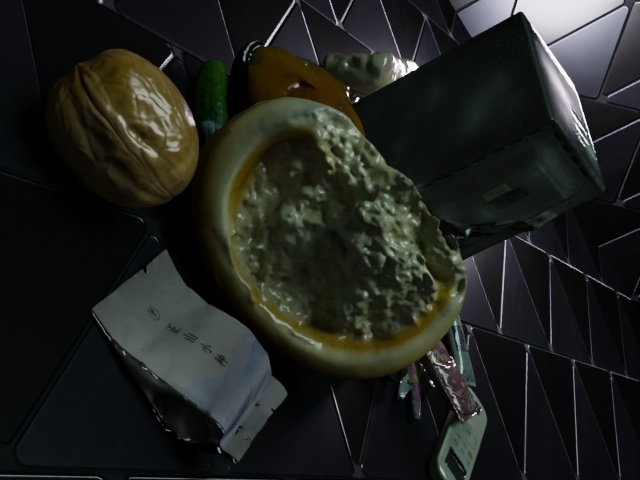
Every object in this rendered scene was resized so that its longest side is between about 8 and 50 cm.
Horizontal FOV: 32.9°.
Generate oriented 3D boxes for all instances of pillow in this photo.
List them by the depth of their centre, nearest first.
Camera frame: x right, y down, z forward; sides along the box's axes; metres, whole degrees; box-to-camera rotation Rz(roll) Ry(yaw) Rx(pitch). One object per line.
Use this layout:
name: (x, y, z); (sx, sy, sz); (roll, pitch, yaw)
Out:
pillow: (0.228, 0.247, 1.985); (0.185, 0.043, 0.118); (63, 23, 9)

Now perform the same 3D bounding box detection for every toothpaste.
toothpaste: (0.271, 0.186, 2.195); (0.060, 0.038, 0.233); (22, 49, -51)

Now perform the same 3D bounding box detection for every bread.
bread: (0.018, -0.017, 1.523); (0.424, 0.329, 0.245); (51, 26, -13)

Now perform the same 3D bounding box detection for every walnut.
walnut: (-0.238, -0.133, 1.324); (0.197, 0.165, 0.165); (48, 28, -25)

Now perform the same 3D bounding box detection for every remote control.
remote control: (0.250, 0.364, 1.964); (0.090, 0.038, 0.309); (59, 24, -8)

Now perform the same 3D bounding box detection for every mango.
mango: (-0.035, -0.203, 1.793); (0.152, 0.201, 0.287); (91, -20, -60)

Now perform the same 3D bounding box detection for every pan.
pan: (0.108, 0.191, 1.866); (0.068, 0.023, 0.115); (11, 59, -60)

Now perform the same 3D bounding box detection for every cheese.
cheese: (0.113, -0.342, 2.273); (0.263, 0.159, 0.093); (-5, 102, -64)

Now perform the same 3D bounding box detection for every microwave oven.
microwave oven: (0.270, -0.162, 2.052); (0.236, 0.432, 0.374); (43, 32, -38)

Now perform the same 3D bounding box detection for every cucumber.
cucumber: (-0.170, -0.206, 1.673); (0.056, 0.056, 0.250); (43, 28, -38)

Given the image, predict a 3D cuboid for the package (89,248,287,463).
package: (-0.160, 0.146, 1.343); (0.251, 0.062, 0.204); (48, 25, -3)

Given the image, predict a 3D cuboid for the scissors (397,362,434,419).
scissors: (0.164, 0.246, 1.929); (0.133, 0.020, 0.187); (52, 23, -18)
